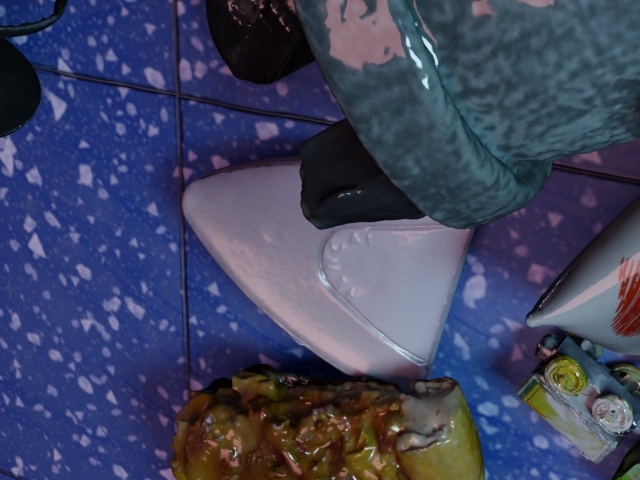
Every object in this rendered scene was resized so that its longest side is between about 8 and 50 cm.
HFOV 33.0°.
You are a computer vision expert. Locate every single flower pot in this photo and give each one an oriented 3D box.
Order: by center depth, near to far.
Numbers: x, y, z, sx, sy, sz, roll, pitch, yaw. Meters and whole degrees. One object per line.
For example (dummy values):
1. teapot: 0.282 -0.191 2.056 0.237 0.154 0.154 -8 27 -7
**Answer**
1. flower pot: 0.106 -0.143 0.642 0.282 0.299 0.299 -17 102 26

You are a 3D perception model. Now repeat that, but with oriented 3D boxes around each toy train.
1. toy train: 0.237 0.152 0.817 0.202 0.060 0.081 41 131 11

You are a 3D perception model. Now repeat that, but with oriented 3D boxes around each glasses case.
1. glasses case: 0.258 -0.022 0.656 0.308 0.128 0.083 -47 66 27

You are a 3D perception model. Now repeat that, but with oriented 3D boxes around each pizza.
1. pizza: -0.004 0.222 0.940 0.277 0.114 0.409 39 133 -5

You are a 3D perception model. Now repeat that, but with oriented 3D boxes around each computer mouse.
1. computer mouse: -0.035 -0.199 0.820 0.106 0.062 0.192 37 126 11

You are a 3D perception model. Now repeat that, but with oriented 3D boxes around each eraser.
1. eraser: 0.001 -0.001 0.888 0.243 0.059 0.204 24 122 16

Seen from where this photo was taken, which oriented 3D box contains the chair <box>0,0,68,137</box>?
1. chair: -0.274 -0.295 0.821 0.226 0.226 0.401 36 124 12
